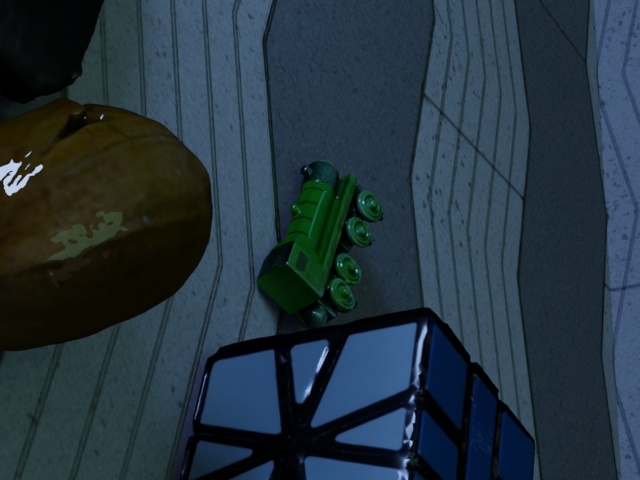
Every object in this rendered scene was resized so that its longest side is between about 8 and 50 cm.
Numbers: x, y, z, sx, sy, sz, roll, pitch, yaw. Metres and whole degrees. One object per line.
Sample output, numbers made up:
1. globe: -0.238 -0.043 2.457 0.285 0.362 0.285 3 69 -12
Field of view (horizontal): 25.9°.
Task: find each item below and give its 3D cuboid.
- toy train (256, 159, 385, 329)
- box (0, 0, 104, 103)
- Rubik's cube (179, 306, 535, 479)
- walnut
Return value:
1. toy train: 0.000 0.000 1.707 0.119 0.085 0.251 44 37 -23
2. box: -0.316 -0.342 1.254 0.350 0.091 0.359 45 42 -43
3. Rubik's cube: 0.038 0.271 1.443 0.283 0.293 0.288 52 36 -43
4. walnut: -0.225 -0.009 1.167 0.336 0.209 0.209 -33 108 -59
